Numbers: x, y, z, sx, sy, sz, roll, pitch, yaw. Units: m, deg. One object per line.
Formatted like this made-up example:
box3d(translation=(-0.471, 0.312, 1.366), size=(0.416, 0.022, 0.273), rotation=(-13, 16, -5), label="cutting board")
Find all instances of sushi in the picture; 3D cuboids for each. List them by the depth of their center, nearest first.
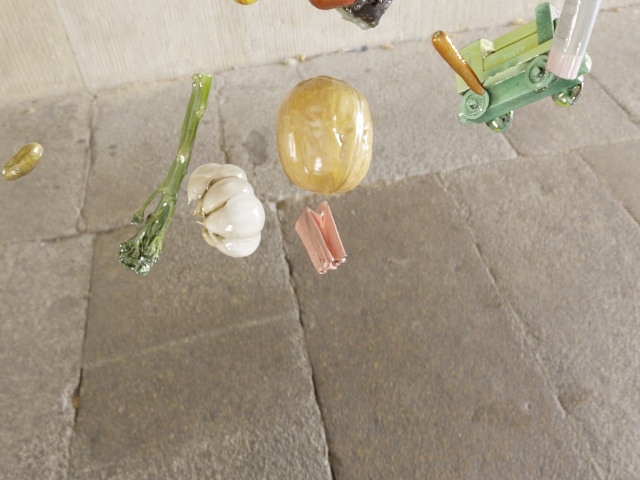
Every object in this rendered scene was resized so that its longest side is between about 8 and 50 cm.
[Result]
box3d(translation=(0.071, -0.738, 1.795), size=(0.182, 0.196, 0.343), rotation=(-48, 57, 10), label="sushi")

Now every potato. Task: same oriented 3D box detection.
box3d(translation=(-0.556, -0.145, 1.179), size=(0.092, 0.045, 0.046), rotation=(-43, 50, -8), label="potato")

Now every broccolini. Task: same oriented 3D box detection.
box3d(translation=(-0.288, -0.123, 1.149), size=(0.079, 0.392, 0.074), rotation=(25, 12, 31), label="broccolini")

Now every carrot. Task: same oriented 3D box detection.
box3d(translation=(0.340, -0.426, 1.536), size=(0.043, 0.248, 0.043), rotation=(-23, 51, 32), label="carrot")

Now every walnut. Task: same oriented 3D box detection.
box3d(translation=(0.008, -0.197, 1.201), size=(0.193, 0.225, 0.193), rotation=(-5, 3, 0), label="walnut")

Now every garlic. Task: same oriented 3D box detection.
box3d(translation=(-0.260, -0.087, 1.765), size=(0.185, 0.281, 0.203), rotation=(-10, 5, 45), label="garlic")

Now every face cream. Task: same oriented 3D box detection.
box3d(translation=(0.482, -0.410, 1.191), size=(0.057, 0.198, 0.084), rotation=(1, 31, -11), label="face cream")

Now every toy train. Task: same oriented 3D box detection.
box3d(translation=(0.529, -0.458, 1.705), size=(0.160, 0.397, 0.253), rotation=(10, 73, -37), label="toy train")

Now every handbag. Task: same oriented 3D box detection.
box3d(translation=(0.000, 0.000, 1.549), size=(0.059, 0.212, 0.157), rotation=(-20, 83, -12), label="handbag")

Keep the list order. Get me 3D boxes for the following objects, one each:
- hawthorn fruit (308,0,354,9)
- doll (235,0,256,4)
box3d(translation=(0.034, -0.609, 1.491), size=(0.138, 0.133, 0.133), rotation=(7, 45, 6), label="hawthorn fruit")
box3d(translation=(-0.222, -0.722, 1.585), size=(0.166, 0.269, 0.162), rotation=(-47, 19, 5), label="doll")
